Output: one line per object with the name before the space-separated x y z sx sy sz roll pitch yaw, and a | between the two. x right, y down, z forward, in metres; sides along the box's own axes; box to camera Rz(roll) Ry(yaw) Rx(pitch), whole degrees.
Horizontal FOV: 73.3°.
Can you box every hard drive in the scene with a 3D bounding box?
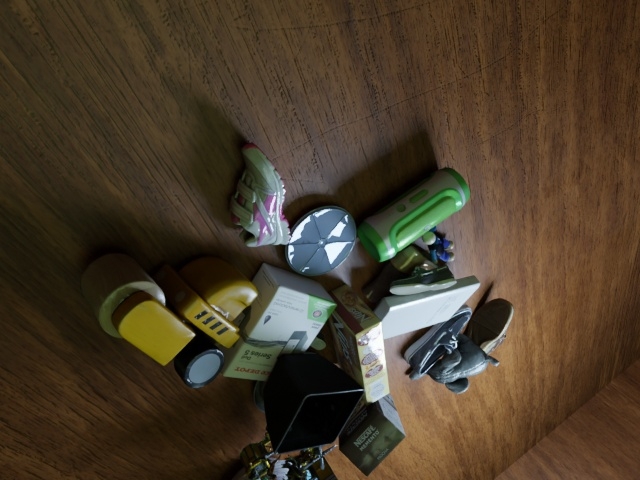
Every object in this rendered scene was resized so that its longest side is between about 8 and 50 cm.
hard drive | 0.310 0.221 1.360 0.352 0.047 0.233 -10 144 -27

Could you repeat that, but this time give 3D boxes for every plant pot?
plant pot | -0.037 0.386 1.072 0.188 0.167 0.188 11 114 -38

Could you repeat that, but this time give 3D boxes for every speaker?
speaker | 0.245 -0.069 1.139 0.296 0.131 0.131 -34 130 -9

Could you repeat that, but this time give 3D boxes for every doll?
doll | 0.342 0.008 1.264 0.189 0.046 0.129 20 66 -53

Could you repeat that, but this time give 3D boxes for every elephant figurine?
elephant figurine | 0.476 0.467 1.562 0.239 0.169 0.186 -29 156 -24

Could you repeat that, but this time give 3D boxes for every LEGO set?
LEGO set | -0.061 0.668 1.185 0.254 0.192 0.332 -22 123 -20

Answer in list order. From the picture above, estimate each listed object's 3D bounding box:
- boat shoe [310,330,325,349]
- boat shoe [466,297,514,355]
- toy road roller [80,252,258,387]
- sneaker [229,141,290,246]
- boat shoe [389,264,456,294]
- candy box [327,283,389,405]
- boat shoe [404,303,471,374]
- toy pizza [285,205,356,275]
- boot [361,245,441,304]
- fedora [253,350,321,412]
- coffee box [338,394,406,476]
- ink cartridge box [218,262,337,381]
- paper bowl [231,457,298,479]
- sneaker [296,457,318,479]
boat shoe | -0.029 0.267 1.236 0.048 0.042 0.133 -29 132 13
boat shoe | 0.644 0.357 1.653 0.123 0.123 0.342 -4 124 -39
toy road roller | -0.286 0.118 0.893 0.241 0.202 0.330 -48 137 -13
sneaker | -0.139 -0.081 0.915 0.111 0.103 0.253 -22 126 -20
boat shoe | 0.284 0.109 1.222 0.205 0.065 0.075 -5 156 -17
candy box | 0.106 0.304 1.244 0.087 0.183 0.317 -24 128 -18
boat shoe | 0.437 0.354 1.528 0.301 0.102 0.108 -39 131 -4
toy pizza | 0.000 0.000 1.094 0.201 0.032 0.202 -15 125 -22
boot | 0.261 0.125 1.314 0.248 0.090 0.207 28 113 -41
fedora | -0.066 0.458 1.274 0.243 0.124 0.276 -29 129 -12
coffee box | 0.151 0.570 1.362 0.119 0.297 0.168 44 91 1
ink cartridge box | -0.120 0.219 1.101 0.198 0.115 0.273 23 105 -39
paper bowl | -0.192 0.838 1.416 0.284 0.148 0.285 -15 124 -22
sneaker | -0.027 0.890 1.578 0.125 0.104 0.262 -9 122 -29
